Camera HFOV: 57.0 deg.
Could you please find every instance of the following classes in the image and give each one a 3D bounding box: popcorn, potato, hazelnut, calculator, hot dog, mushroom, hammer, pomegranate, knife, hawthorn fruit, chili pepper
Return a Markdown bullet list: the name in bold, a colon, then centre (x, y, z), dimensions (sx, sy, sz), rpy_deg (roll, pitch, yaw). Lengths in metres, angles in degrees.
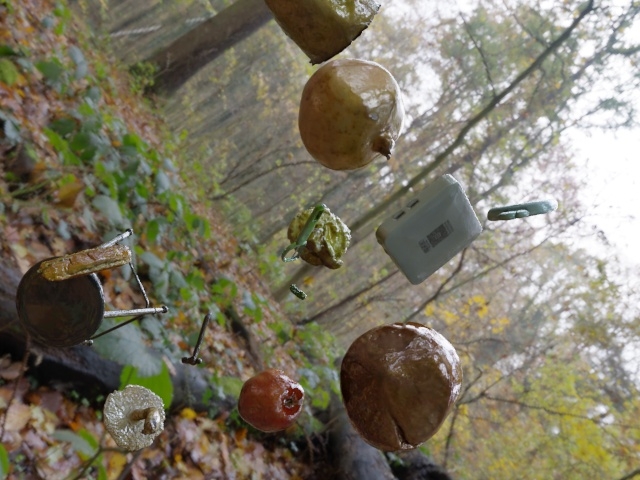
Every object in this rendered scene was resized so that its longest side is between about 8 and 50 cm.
- **popcorn**: centre (0.000, 0.000, 2.287), dimensions (0.237, 0.206, 0.251), rpy_deg (13, 42, -43)
- **potato**: centre (-0.030, -0.581, 1.414), dimensions (0.266, 0.229, 0.229), rpy_deg (36, 5, -32)
- **hazelnut**: centre (0.213, 0.379, 1.580), dimensions (0.315, 0.372, 0.372), rpy_deg (51, -7, 17)
- **calculator**: centre (0.573, -0.089, 1.677), dimensions (0.295, 0.184, 0.042), rpy_deg (-15, 96, -60)
- **hot dog**: centre (-0.683, 0.066, 1.723), dimensions (0.115, 0.269, 0.072), rpy_deg (8, -72, 49)
- **mushroom**: centre (-0.609, 0.629, 2.084), dimensions (0.301, 0.233, 0.208), rpy_deg (3, -55, 31)
- **hammer**: centre (-0.360, 0.288, 1.752), dimensions (0.021, 0.065, 0.178), rpy_deg (65, 28, -46)
- **pomegranate**: centre (0.104, -0.358, 1.732), dimensions (0.342, 0.342, 0.342), rpy_deg (54, -6, 8)
- **knife**: centre (-0.040, -0.011, 1.190), dimensions (0.015, 0.054, 0.212), rpy_deg (67, -32, 23)
- **hawthorn fruit**: centre (-0.133, 0.438, 1.624), dimensions (0.189, 0.189, 0.189), rpy_deg (54, -6, 8)
- **chili pepper**: centre (-0.089, 0.199, 2.284), dimensions (0.091, 0.030, 0.034), rpy_deg (45, -19, -25)

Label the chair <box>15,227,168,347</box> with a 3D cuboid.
- **chair**: centre (-0.845, 0.193, 2.131), dimensions (0.410, 0.362, 0.365), rpy_deg (-30, 96, -86)

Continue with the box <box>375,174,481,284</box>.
- **box**: centre (0.423, -0.034, 2.292), dimensions (0.367, 0.373, 0.090), rpy_deg (50, 3, -44)
